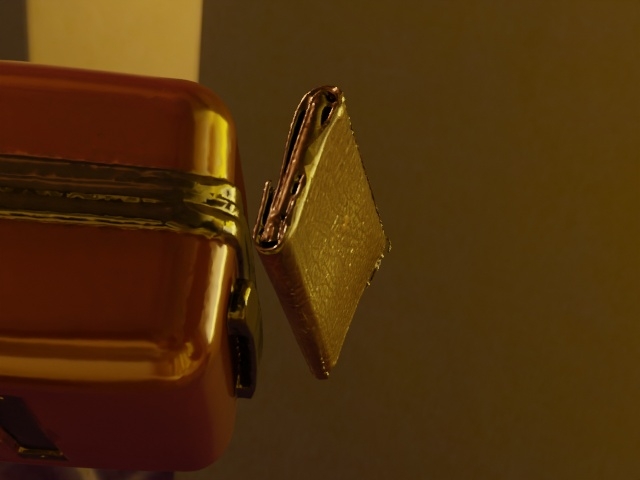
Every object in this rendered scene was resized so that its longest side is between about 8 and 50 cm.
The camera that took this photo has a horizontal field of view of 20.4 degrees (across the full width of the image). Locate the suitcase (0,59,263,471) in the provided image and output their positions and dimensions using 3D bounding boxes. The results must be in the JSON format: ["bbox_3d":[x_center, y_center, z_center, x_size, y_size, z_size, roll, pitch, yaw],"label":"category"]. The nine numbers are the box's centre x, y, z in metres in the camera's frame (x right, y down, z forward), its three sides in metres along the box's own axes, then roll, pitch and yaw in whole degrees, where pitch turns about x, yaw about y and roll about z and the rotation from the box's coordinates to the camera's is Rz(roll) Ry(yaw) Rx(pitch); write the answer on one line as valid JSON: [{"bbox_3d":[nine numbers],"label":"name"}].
[{"bbox_3d":[-0.146,0.023,0.930,0.236,0.297,0.161,4,-107,1],"label":"suitcase"}]

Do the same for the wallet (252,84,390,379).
[{"bbox_3d":[0.000,0.000,1.294,0.039,0.243,0.133,14,-111,17],"label":"wallet"}]
